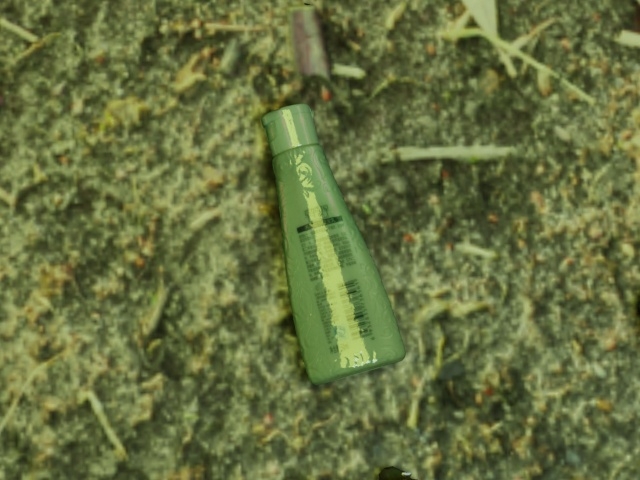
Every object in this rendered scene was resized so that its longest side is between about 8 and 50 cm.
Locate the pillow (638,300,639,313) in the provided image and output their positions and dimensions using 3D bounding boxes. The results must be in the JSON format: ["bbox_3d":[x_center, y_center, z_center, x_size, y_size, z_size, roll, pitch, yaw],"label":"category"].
[{"bbox_3d":[0.334,0.137,1.063,0.189,0.034,0.255,-12,85,-4],"label":"pillow"}]

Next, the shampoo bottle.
[{"bbox_3d":[0.000,0.000,1.051,0.069,0.041,0.190,-16,83,-1],"label":"shampoo bottle"}]

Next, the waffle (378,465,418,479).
[{"bbox_3d":[0.038,0.365,0.985,0.382,0.095,0.379,39,83,4],"label":"waffle"}]
